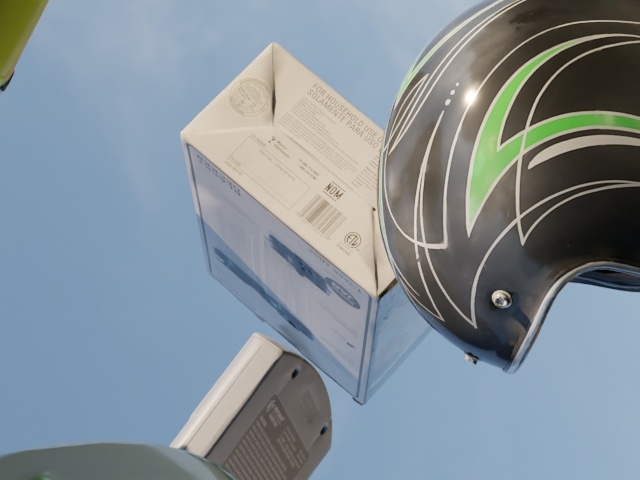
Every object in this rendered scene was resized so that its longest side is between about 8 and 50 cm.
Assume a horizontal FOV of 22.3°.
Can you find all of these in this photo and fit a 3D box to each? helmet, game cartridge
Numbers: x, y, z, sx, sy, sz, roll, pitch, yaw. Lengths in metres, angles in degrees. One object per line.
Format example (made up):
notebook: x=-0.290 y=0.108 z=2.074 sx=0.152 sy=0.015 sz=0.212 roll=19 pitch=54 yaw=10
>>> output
helmet: x=0.104 y=-0.030 z=0.726 sx=0.169 sy=0.161 sz=0.169 roll=-10 pitch=-90 yaw=-88
game cartridge: x=-0.069 y=0.220 z=1.776 sx=0.060 sy=0.196 sz=0.294 roll=34 pitch=164 yaw=24

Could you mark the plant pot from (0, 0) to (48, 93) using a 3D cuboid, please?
plant pot: x=-0.298 y=-0.201 z=1.169 sx=0.207 sy=0.227 sz=0.228 roll=28 pitch=-113 yaw=-13

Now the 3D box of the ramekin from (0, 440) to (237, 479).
ramekin: x=-0.153 y=0.227 z=0.851 sx=0.303 sy=0.303 sz=0.148 roll=-46 pitch=-51 yaw=-61

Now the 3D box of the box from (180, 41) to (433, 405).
box: x=0.000 y=0.000 z=1.122 sx=0.169 sy=0.087 sz=0.290 roll=40 pitch=165 yaw=13
